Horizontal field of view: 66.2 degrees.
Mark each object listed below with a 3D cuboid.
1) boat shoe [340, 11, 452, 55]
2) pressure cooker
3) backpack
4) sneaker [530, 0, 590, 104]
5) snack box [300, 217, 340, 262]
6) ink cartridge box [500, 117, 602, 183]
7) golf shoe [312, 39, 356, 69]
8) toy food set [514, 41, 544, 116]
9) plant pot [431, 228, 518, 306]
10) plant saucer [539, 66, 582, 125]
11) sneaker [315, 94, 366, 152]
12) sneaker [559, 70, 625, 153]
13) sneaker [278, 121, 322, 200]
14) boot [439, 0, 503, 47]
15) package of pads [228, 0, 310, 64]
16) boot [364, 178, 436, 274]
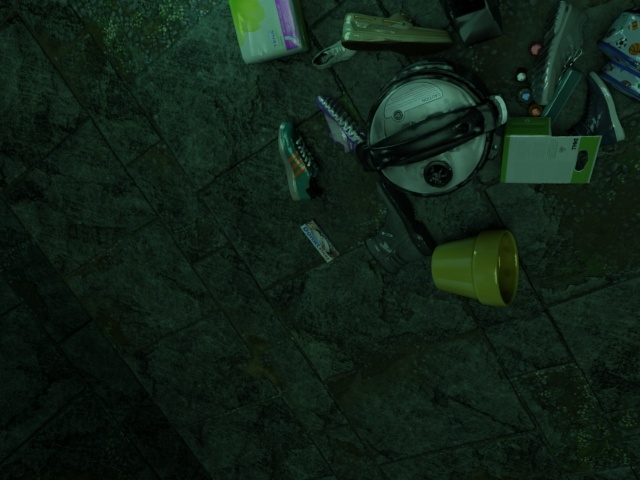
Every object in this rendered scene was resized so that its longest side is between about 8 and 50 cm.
[{"bbox_3d":[0.236,-0.644,1.508,0.341,0.121,0.110,7,92,6],"label":"boat shoe"},{"bbox_3d":[0.331,-0.324,1.442,0.375,0.420,0.370,29,120,7],"label":"pressure cooker"},{"bbox_3d":[0.863,-0.481,1.293,0.263,0.276,0.213,47,119,10],"label":"backpack"},{"bbox_3d":[0.669,-0.510,1.352,0.115,0.105,0.281,14,96,0],"label":"sneaker"},{"bbox_3d":[0.000,0.000,1.928,0.064,0.022,0.178,-33,99,30],"label":"snack box"},{"bbox_3d":[0.684,-0.269,1.486,0.255,0.097,0.189,4,140,18],"label":"ink cartridge box"},{"bbox_3d":[0.051,-0.613,1.608,0.176,0.086,0.069,-25,100,25],"label":"golf shoe"},{"bbox_3d":[0.637,-0.487,1.441,0.111,0.104,0.232,19,117,11],"label":"toy food set"},{"bbox_3d":[0.519,0.091,1.670,0.239,0.254,0.254,-1,113,36],"label":"plant pot"},{"bbox_3d":[0.713,-0.418,1.470,0.018,0.067,0.192,54,132,43],"label":"plant saucer"},{"bbox_3d":[0.058,-0.396,1.700,0.236,0.095,0.104,47,127,-6],"label":"sneaker"},{"bbox_3d":[0.779,-0.367,1.454,0.163,0.086,0.226,-22,105,24],"label":"sneaker"},{"bbox_3d":[-0.065,-0.288,1.784,0.121,0.108,0.302,-3,119,20],"label":"sneaker"},{"bbox_3d":[0.345,-0.675,1.268,0.146,0.445,0.367,-30,100,28],"label":"boot"},{"bbox_3d":[-0.181,-0.752,1.621,0.229,0.101,0.296,-6,110,22],"label":"package of pads"},{"bbox_3d":[0.241,-0.040,1.778,0.223,0.118,0.338,-28,96,33],"label":"boot"}]
